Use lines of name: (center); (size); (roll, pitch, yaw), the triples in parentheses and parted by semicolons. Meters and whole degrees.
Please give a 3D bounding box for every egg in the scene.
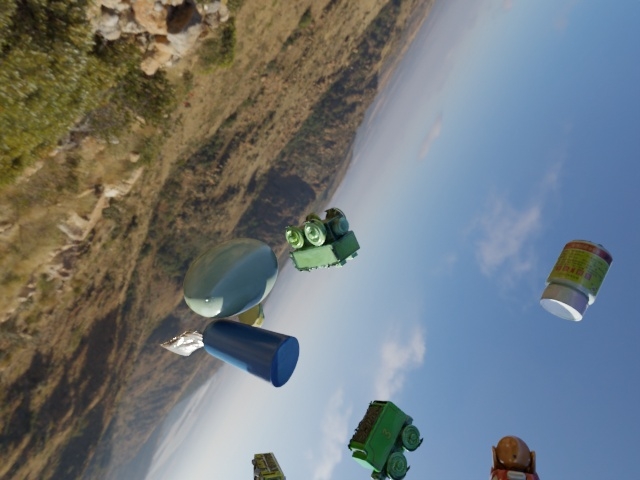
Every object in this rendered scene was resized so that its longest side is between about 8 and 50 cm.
egg: (-0.244, 0.102, 1.115); (0.283, 0.203, 0.203); (-34, 163, -36)

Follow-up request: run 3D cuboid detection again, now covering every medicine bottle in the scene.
medicine bottle: (0.787, 0.121, 1.238); (0.225, 0.139, 0.139); (-55, 177, -13)

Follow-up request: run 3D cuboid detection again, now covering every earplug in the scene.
earplug: (-0.205, 0.287, 1.085); (0.132, 0.273, 0.132); (-31, 126, -55)

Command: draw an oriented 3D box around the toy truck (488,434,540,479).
toy truck: (0.721, 0.883, 1.483); (0.265, 0.189, 0.239); (-49, 132, -63)

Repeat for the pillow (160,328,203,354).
pillow: (-0.524, 0.405, 1.588); (0.211, 0.135, 0.034); (-29, -139, 27)

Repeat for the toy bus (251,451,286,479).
toy bus: (-0.145, 0.637, 1.073); (0.226, 0.074, 0.081); (132, -43, -69)

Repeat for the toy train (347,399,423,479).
toy train: (0.219, 0.678, 1.358); (0.243, 0.188, 0.132); (-53, -173, -30)

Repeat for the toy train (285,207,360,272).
toy train: (0.000, 0.000, 1.410); (0.272, 0.188, 0.159); (-14, -166, 47)

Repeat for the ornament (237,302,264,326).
ornament: (-0.270, 0.210, 1.447); (0.180, 0.059, 0.201); (-10, -105, 39)
